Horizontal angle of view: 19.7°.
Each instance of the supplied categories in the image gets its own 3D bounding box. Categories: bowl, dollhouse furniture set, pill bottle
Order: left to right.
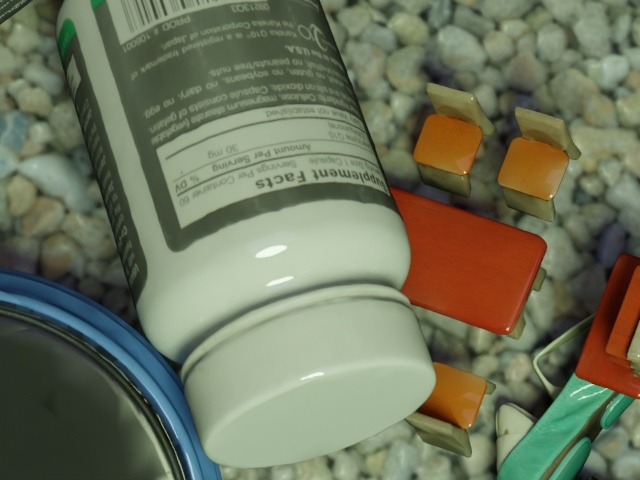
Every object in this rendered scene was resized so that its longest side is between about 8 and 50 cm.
[{"bbox_3d":[-0.263,0.212,1.314,0.391,0.077,0.391,0,92,-3],"label":"bowl"},{"bbox_3d":[-0.054,-0.032,1.342,0.204,0.204,0.361,-15,66,-8],"label":"pill bottle"},{"bbox_3d":[0.139,0.030,1.397,0.259,0.135,0.262,18,80,20],"label":"dollhouse furniture set"}]

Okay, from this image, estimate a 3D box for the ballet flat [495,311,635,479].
[{"bbox_3d":[0.192,0.138,1.470,0.087,0.083,0.247,35,80,23],"label":"ballet flat"}]

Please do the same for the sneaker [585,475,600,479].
[{"bbox_3d":[0.339,0.240,1.421,0.447,0.169,0.257,-39,82,-16],"label":"sneaker"}]

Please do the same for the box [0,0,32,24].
[{"bbox_3d":[-0.202,-0.392,1.367,0.395,0.097,0.318,-39,81,-3],"label":"box"}]
